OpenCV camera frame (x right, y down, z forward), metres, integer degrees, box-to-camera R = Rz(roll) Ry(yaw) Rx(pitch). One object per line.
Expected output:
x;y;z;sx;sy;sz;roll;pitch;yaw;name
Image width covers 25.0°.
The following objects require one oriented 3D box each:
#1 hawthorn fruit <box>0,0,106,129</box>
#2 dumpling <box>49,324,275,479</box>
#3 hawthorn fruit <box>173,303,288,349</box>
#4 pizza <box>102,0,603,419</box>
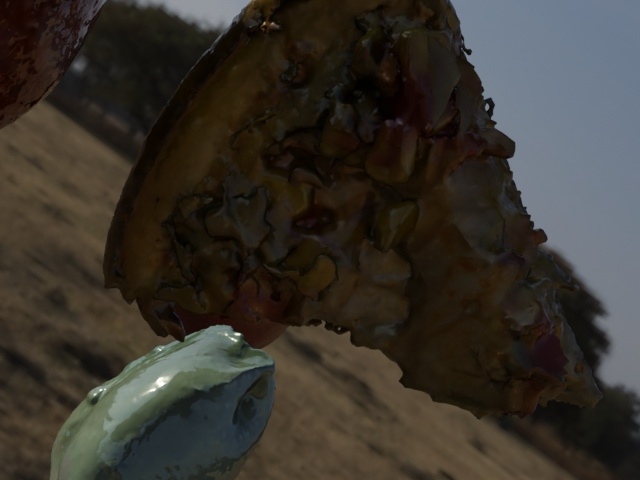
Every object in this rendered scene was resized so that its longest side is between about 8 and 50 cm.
-0.245;-0.189;0.826;0.284;0.284;0.284;37;-1;1;hawthorn fruit
-0.118;0.150;0.979;0.105;0.217;0.149;37;-16;-11;dumpling
-0.097;0.047;1.756;0.179;0.200;0.179;-23;90;-89;hawthorn fruit
0.000;0.000;0.798;0.288;0.251;0.074;66;21;2;pizza
